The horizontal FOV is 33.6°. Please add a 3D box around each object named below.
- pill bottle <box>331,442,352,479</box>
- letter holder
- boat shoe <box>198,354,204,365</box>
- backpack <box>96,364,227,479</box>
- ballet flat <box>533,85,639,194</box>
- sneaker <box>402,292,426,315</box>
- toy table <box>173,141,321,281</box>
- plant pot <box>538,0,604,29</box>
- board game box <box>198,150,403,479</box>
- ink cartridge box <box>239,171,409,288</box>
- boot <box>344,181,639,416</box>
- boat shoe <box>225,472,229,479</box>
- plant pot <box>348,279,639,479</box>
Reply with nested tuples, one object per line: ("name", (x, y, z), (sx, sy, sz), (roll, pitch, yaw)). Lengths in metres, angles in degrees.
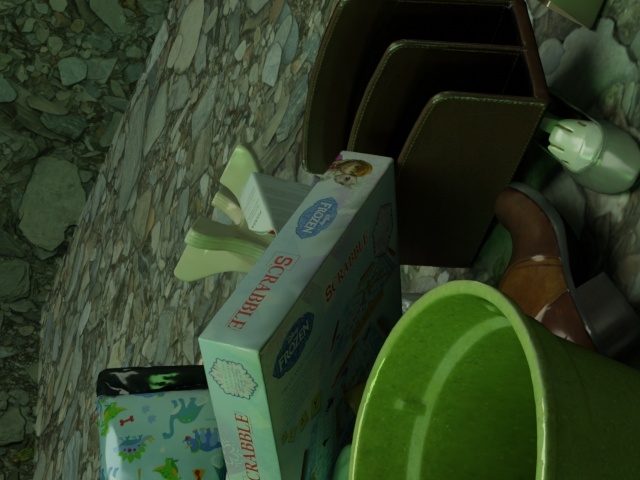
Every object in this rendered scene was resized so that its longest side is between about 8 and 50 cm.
("pill bottle", (0.110, 0.263, 1.074), (0.108, 0.180, 0.107), (-175, 90, -74))
("letter holder", (0.096, -0.115, 1.181), (0.301, 0.215, 0.152), (105, 164, -54))
("boat shoe", (-0.209, 0.335, 1.850), (0.122, 0.110, 0.341), (-41, 42, 53))
("backpack", (-0.227, 0.374, 1.672), (0.273, 0.290, 0.355), (65, -156, -79))
("ballet flat", (0.255, -0.108, 1.105), (0.072, 0.068, 0.213), (-67, 26, 19))
("sneaker", (0.121, 0.115, 1.289), (0.212, 0.080, 0.094), (-163, 72, -67))
("toy table", (-0.116, -0.009, 1.695), (0.274, 0.161, 0.252), (-62, 2, 10))
("plant pot", (0.264, -0.311, 1.163), (0.096, 0.109, 0.109), (-55, 28, 13))
("board game box", (0.000, 0.123, 1.099), (0.318, 0.066, 0.318), (-54, -33, -46))
("ink cartridge box", (0.000, 0.000, 1.466), (0.066, 0.189, 0.232), (-63, 28, 30))
("boot", (0.151, 0.093, 1.057), (0.280, 0.096, 0.264), (-35, 48, 9))
("boat shoe", (-0.056, 0.438, 1.436), (0.156, 0.136, 0.367), (30, 115, 48))
("plant pot", (0.196, 0.191, 0.843), (0.276, 0.254, 0.276), (-45, 38, 51))
